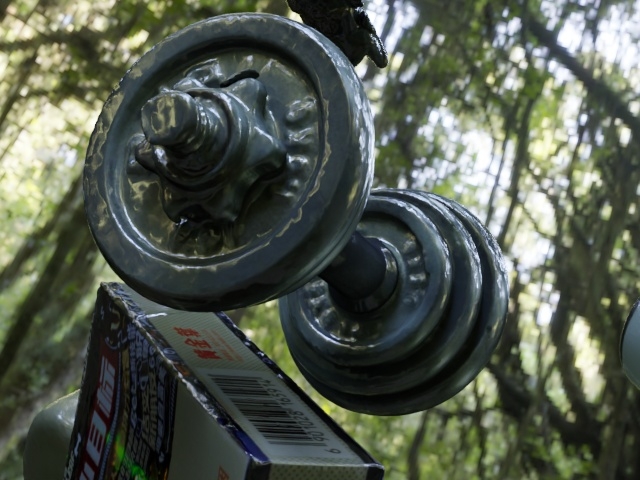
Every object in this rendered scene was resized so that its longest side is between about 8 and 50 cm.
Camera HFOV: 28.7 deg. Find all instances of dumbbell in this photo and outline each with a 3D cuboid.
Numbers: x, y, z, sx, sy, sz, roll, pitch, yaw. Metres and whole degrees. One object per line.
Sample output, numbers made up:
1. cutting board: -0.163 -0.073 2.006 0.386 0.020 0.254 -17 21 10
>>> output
1. dumbbell: 0.000 0.000 0.809 0.179 0.179 0.406 5 -16 25

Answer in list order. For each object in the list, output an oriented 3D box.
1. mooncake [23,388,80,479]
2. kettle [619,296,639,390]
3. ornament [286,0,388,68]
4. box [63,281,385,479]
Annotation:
1. mooncake: -0.158 0.256 1.125 0.275 0.135 0.275 26 -51 38
2. kettle: 0.409 0.149 1.197 0.236 0.161 0.221 32 -38 50
3. ornament: -0.052 -0.216 1.458 0.202 0.236 0.080 55 -3 -39
4. box: -0.079 0.164 0.782 0.084 0.198 0.310 6 12 -26
